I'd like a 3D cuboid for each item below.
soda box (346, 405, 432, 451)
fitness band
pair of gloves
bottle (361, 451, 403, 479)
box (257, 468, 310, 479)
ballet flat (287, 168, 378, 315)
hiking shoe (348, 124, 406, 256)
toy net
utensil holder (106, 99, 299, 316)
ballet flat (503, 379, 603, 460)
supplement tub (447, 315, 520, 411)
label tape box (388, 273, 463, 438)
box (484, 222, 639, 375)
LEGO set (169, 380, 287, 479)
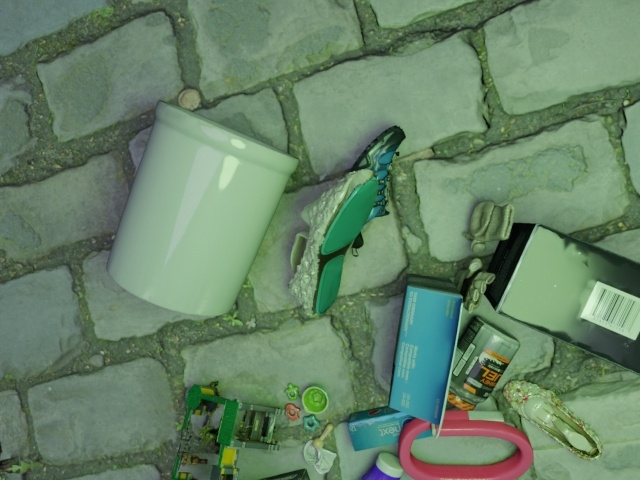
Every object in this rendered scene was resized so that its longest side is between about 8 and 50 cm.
[{"bbox_3d":[0.174,0.432,1.222,0.210,0.067,0.071,-16,89,12],"label":"soda box"},{"bbox_3d":[0.320,0.469,1.151,0.290,0.054,0.209,-1,120,5],"label":"fitness band"},{"bbox_3d":[0.332,0.029,1.105,0.042,0.204,0.240,16,96,-2],"label":"pair of gloves"},{"bbox_3d":[0.114,0.640,1.216,0.092,0.118,0.283,19,98,-23],"label":"bottle"},{"bbox_3d":[-0.175,0.780,1.293,0.394,0.097,0.319,-18,85,11],"label":"box"},{"bbox_3d":[0.000,0.000,1.141,0.146,0.147,0.409,26,128,10],"label":"ballet flat"},{"bbox_3d":[0.119,-0.119,1.202,0.132,0.113,0.304,34,108,1],"label":"hiking shoe"},{"bbox_3d":[-0.027,0.470,1.276,0.122,0.045,0.233,-6,91,12],"label":"toy net"},{"bbox_3d":[-0.270,-0.070,1.171,0.327,0.327,0.386,25,100,10],"label":"utensil holder"},{"bbox_3d":[0.520,0.396,1.144,0.240,0.077,0.091,33,99,9],"label":"ballet flat"},{"bbox_3d":[0.347,0.276,1.155,0.117,0.117,0.191,30,98,9],"label":"supplement tub"},{"bbox_3d":[0.209,0.211,1.063,0.115,0.347,0.249,9,94,11],"label":"label tape box"},{"bbox_3d":[0.518,0.106,1.014,0.343,0.312,0.179,24,96,9],"label":"box"},{"bbox_3d":[-0.216,0.513,1.258,0.254,0.192,0.332,-15,61,37],"label":"LEGO set"}]
